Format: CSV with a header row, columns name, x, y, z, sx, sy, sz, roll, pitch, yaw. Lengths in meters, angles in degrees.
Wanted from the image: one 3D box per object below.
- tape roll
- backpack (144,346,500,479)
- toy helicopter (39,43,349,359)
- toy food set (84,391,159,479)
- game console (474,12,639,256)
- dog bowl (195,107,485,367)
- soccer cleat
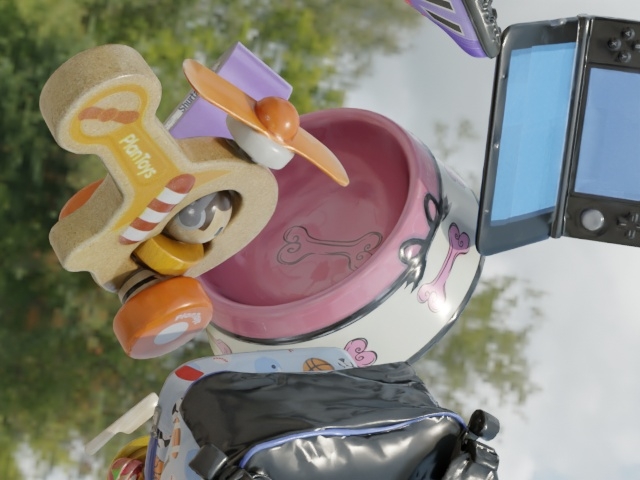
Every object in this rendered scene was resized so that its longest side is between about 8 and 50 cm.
name,x,y,z,sx,sy,sz,roll,pitch,yaw
tape roll,-0.120,-0.121,1.654,0.189,0.080,0.189,-48,-170,12
backpack,-0.030,0.225,1.251,0.213,0.276,0.263,44,-54,52
toy helicopter,-0.112,-0.057,1.174,0.140,0.235,0.355,59,-2,23
toy food set,-0.200,0.317,1.904,0.218,0.128,0.071,61,-10,-11
game console,0.338,-0.120,1.870,0.173,0.250,0.293,-52,148,-67
dog bowl,0.000,0.000,1.970,0.408,0.408,0.150,-94,158,-43
soccer cleat,0.086,-0.320,1.639,0.116,0.318,0.109,-29,-163,17
